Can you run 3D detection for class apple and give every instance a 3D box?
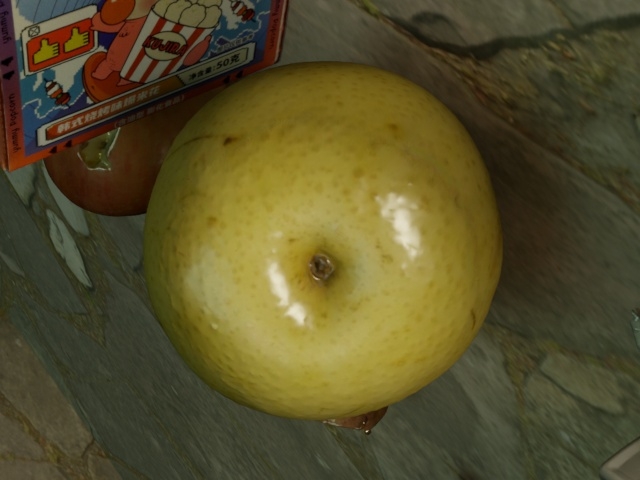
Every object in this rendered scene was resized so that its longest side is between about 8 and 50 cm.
[{"bbox_3d":[-0.234,-0.162,1.419,0.242,0.242,0.241,47,148,26],"label":"apple"}]

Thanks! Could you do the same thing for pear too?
[{"bbox_3d":[0.000,0.000,1.073,0.348,0.348,0.348,40,145,35],"label":"pear"}]

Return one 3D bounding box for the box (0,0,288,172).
[{"bbox_3d":[-0.237,-0.307,1.174,0.257,0.348,0.318,47,148,25],"label":"box"}]

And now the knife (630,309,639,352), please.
[{"bbox_3d":[0.355,0.183,0.982,0.298,0.017,0.047,57,150,15],"label":"knife"}]

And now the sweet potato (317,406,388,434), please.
[{"bbox_3d":[-0.003,0.070,1.357,0.131,0.131,0.337,18,131,53],"label":"sweet potato"}]

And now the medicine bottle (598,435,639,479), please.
[{"bbox_3d":[0.333,0.273,1.001,0.132,0.088,0.188,30,148,62],"label":"medicine bottle"}]
